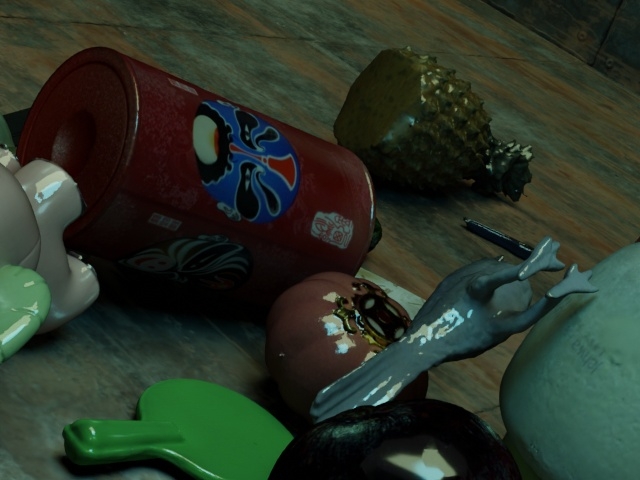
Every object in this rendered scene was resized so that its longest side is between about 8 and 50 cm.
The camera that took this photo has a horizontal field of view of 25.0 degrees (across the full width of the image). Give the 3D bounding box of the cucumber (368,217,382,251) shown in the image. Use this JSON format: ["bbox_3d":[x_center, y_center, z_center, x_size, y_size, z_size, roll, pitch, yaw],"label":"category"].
[{"bbox_3d":[0.001,-0.001,1.775,0.074,0.074,0.241,36,22,28],"label":"cucumber"}]

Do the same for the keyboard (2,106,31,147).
[{"bbox_3d":[-0.363,-0.144,1.809,0.061,0.013,0.204,30,22,13],"label":"keyboard"}]

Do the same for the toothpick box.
[{"bbox_3d":[-0.126,-0.053,1.509,0.333,0.204,0.204,19,19,-43],"label":"toothpick box"}]

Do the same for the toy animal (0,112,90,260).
[{"bbox_3d":[-0.342,-0.070,1.520,0.251,0.127,0.125,30,20,6],"label":"toy animal"}]

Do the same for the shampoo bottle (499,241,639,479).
[{"bbox_3d":[0.336,0.171,1.384,0.322,0.317,0.322,20,22,-8],"label":"shampoo bottle"}]

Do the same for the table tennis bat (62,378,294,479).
[{"bbox_3d":[-0.122,0.178,1.294,0.257,0.039,0.160,7,28,-48],"label":"table tennis bat"}]

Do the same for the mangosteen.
[{"bbox_3d":[0.067,0.232,1.161,0.216,0.216,0.216,20,22,-9],"label":"mangosteen"}]

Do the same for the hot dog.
[{"bbox_3d":[0.064,0.077,1.685,0.192,0.053,0.099,25,21,11],"label":"hot dog"}]

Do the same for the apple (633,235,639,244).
[{"bbox_3d":[0.525,0.111,1.735,0.344,0.345,0.269,35,8,26],"label":"apple"}]

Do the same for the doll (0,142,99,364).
[{"bbox_3d":[-0.333,0.033,1.261,0.284,0.216,0.268,17,41,29],"label":"doll"}]

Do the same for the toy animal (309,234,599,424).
[{"bbox_3d":[0.149,0.066,1.337,0.081,0.205,0.367,59,33,-4],"label":"toy animal"}]

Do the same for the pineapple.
[{"bbox_3d":[0.195,-0.150,2.180,0.362,0.202,0.202,22,18,-38],"label":"pineapple"}]

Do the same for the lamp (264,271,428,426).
[{"bbox_3d":[0.021,0.120,1.445,0.182,0.140,0.182,29,33,-21],"label":"lamp"}]

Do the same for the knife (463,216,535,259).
[{"bbox_3d":[0.261,-0.003,2.111,0.121,0.018,0.031,25,20,8],"label":"knife"}]
